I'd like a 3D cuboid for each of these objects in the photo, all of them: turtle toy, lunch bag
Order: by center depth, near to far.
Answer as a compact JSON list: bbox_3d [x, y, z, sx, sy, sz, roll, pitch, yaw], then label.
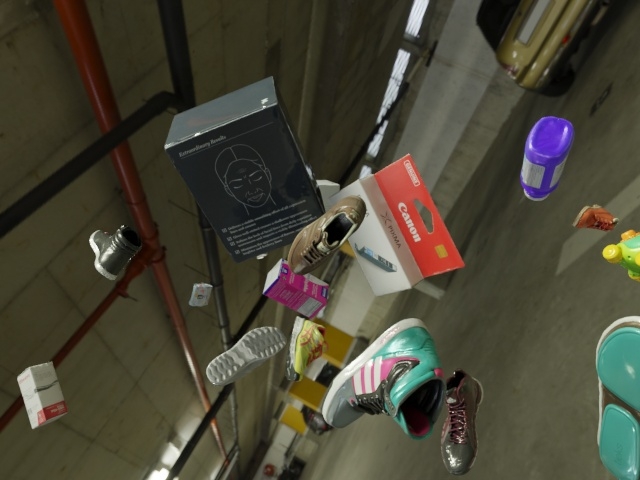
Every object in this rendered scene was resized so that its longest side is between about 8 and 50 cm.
[{"bbox_3d":[0.485,0.023,0.665,0.066,0.095,0.130,-63,24,-3],"label":"turtle toy"},{"bbox_3d":[-0.409,0.185,1.575,0.083,0.053,0.071,10,-84,-74],"label":"lunch bag"}]

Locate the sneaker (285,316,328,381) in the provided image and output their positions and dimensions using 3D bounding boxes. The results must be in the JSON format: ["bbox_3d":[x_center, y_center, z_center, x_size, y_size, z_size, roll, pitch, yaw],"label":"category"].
[{"bbox_3d":[-0.028,0.251,1.087,0.208,0.094,0.081,-77,-1,-63],"label":"sneaker"}]

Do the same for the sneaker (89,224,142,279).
[{"bbox_3d":[-0.665,0.006,1.528,0.147,0.296,0.104,-45,-53,-3],"label":"sneaker"}]

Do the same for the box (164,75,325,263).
[{"bbox_3d":[-0.182,-0.181,1.260,0.212,0.293,0.395,-103,-8,-53],"label":"box"}]

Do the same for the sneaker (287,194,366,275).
[{"bbox_3d":[0.000,0.000,0.775,0.188,0.066,0.071,-48,6,27],"label":"sneaker"}]

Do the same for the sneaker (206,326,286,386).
[{"bbox_3d":[-0.240,0.375,1.505,0.281,0.105,0.115,-24,-26,-26],"label":"sneaker"}]

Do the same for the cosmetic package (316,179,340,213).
[{"bbox_3d":[-0.022,-0.143,1.853,0.151,0.151,0.184,-148,58,-64],"label":"cosmetic package"}]

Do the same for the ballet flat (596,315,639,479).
[{"bbox_3d":[0.568,0.265,0.812,0.139,0.139,0.400,-54,-43,-47],"label":"ballet flat"}]

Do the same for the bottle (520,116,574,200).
[{"bbox_3d":[0.546,-0.183,1.138,0.118,0.092,0.283,-64,-25,-9],"label":"bottle"}]

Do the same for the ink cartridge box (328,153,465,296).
[{"bbox_3d":[0.174,-0.025,1.141,0.066,0.296,0.261,-28,1,-37],"label":"ink cartridge box"}]

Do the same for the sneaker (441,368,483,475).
[{"bbox_3d":[0.375,0.494,1.309,0.162,0.106,0.281,48,-132,-37],"label":"sneaker"}]

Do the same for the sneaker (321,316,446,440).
[{"bbox_3d":[0.127,0.307,0.877,0.295,0.123,0.178,-52,34,19],"label":"sneaker"}]

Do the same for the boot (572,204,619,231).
[{"bbox_3d":[0.783,-0.056,1.318,0.158,0.084,0.059,-14,-45,-32],"label":"boot"}]

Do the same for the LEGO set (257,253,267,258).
[{"bbox_3d":[-0.251,-0.050,1.819,0.182,0.060,0.244,57,-151,-49],"label":"LEGO set"}]

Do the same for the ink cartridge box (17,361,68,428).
[{"bbox_3d":[-0.688,0.382,1.150,0.099,0.135,0.056,-32,-13,36],"label":"ink cartridge box"}]

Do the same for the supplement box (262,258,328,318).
[{"bbox_3d":[-0.091,0.185,1.764,0.114,0.220,0.111,-47,22,33],"label":"supplement box"}]
